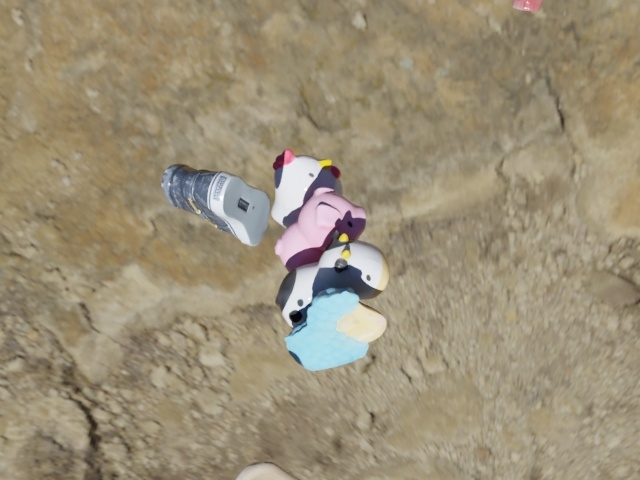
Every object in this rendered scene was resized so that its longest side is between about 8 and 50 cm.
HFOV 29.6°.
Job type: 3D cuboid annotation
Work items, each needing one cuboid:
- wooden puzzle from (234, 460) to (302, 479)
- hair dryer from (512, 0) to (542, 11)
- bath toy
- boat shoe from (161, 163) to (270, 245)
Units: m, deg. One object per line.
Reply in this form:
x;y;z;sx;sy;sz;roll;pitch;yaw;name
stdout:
-0.071;0.440;1.335;0.081;0.322;0.347;3;69;20;wooden puzzle
0.350;-0.402;1.535;0.293;0.080;0.223;-40;94;21;hair dryer
0.000;0.000;1.564;0.151;0.129;0.348;-20;39;7;bath toy
-0.120;-0.047;1.426;0.083;0.183;0.065;16;79;18;boat shoe
